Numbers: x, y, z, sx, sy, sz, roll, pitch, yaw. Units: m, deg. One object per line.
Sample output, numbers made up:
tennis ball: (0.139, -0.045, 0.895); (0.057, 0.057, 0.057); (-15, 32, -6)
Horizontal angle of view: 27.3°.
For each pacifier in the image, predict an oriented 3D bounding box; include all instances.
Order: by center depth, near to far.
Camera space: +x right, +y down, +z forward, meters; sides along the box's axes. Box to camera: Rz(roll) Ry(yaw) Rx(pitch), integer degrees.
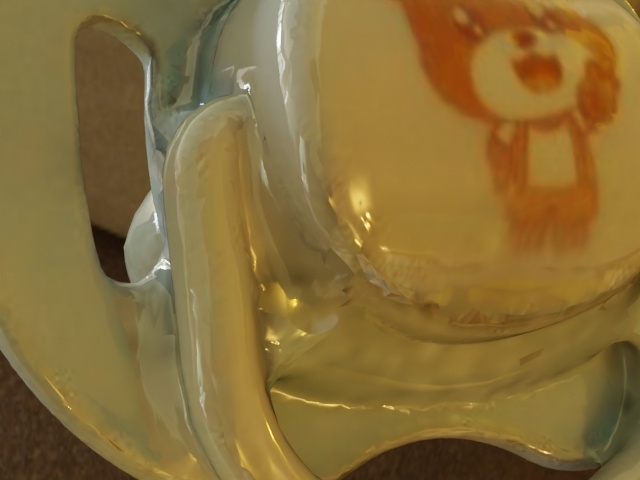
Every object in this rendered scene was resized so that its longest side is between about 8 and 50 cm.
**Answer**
pacifier: (0.000, 0.000, 0.433); (0.279, 0.207, 0.227); (0, 79, -33)
